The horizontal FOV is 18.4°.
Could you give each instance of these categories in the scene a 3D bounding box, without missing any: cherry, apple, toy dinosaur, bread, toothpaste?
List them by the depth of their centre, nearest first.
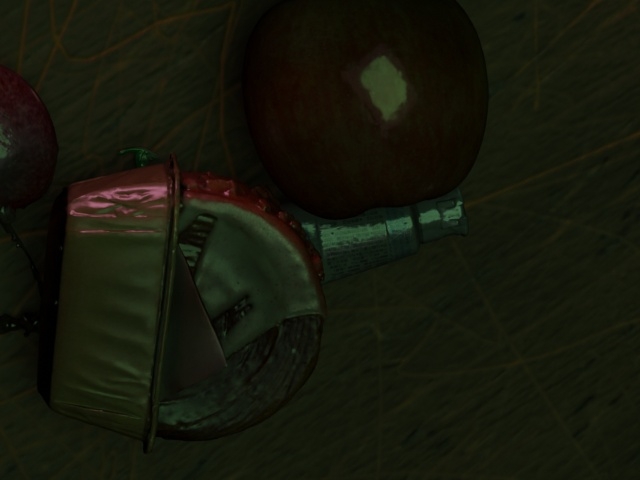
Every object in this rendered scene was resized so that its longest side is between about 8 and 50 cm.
[{"bbox_3d":[-0.252,-0.028,1.485,0.107,0.090,0.225,-5,108,-25],"label":"cherry"},{"bbox_3d":[-0.103,0.051,1.495,0.212,0.142,0.224,6,104,-5],"label":"bread"},{"bbox_3d":[0.035,-0.107,1.504,0.188,0.188,0.174,-13,95,-15],"label":"apple"},{"bbox_3d":[-0.160,-0.042,1.540,0.083,0.021,0.062,0,97,-22],"label":"toy dinosaur"},{"bbox_3d":[0.000,0.000,1.582,0.234,0.057,0.089,-14,99,-7],"label":"toothpaste"}]
